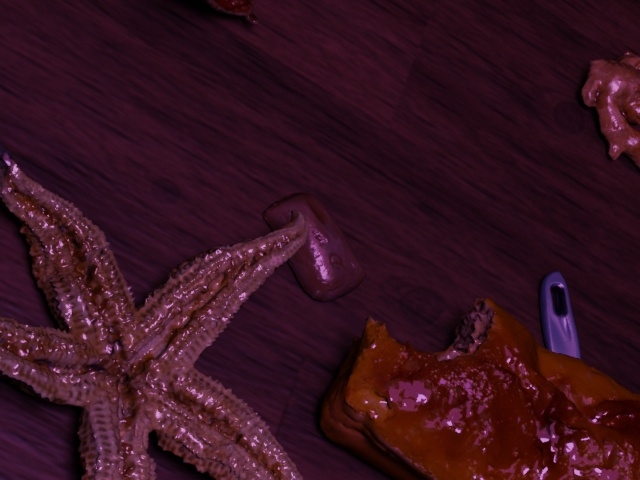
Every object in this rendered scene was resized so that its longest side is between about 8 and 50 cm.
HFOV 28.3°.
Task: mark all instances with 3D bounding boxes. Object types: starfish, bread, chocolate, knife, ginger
[{"bbox_3d":[-0.150,0.103,0.930,0.347,0.078,0.357,20,61,-21],"label":"starfish"},{"bbox_3d":[0.189,0.169,1.066,0.380,0.109,0.185,32,62,-10],"label":"bread"},{"bbox_3d":[0.000,0.000,1.089,0.064,0.031,0.100,-22,79,-39],"label":"chocolate"},{"bbox_3d":[0.227,0.174,1.149,0.044,0.019,0.313,4,68,-24],"label":"knife"},{"bbox_3d":[0.354,-0.161,1.345,0.176,0.052,0.193,21,61,-26],"label":"ginger"}]

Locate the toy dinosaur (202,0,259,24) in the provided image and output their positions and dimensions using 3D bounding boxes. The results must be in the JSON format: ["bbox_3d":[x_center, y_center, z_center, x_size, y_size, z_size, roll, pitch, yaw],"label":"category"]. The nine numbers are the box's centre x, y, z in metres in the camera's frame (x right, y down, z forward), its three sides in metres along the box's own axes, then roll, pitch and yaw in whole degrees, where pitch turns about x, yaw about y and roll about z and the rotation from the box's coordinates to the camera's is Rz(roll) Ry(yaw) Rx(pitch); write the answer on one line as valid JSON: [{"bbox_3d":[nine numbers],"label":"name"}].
[{"bbox_3d":[-0.046,-0.319,1.155,0.327,0.113,0.206,-27,84,-33],"label":"toy dinosaur"}]
